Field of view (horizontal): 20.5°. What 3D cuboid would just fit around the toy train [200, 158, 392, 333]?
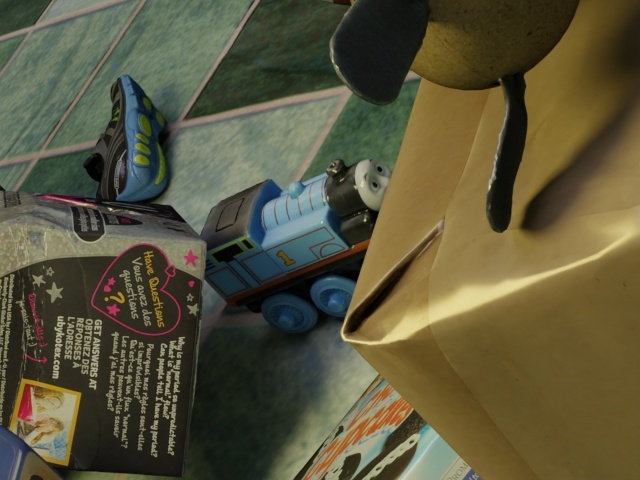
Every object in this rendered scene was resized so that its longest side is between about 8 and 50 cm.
[{"bbox_3d":[0.000,0.000,1.252,0.184,0.105,0.080,-22,35,36],"label":"toy train"}]

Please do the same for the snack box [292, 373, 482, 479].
[{"bbox_3d":[0.037,0.135,0.937,0.187,0.060,0.322,-50,2,-11],"label":"snack box"}]

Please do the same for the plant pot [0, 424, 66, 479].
[{"bbox_3d":[-0.226,0.261,1.077,0.212,0.236,0.236,-21,36,25],"label":"plant pot"}]

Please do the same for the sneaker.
[{"bbox_3d":[-0.189,-0.093,1.668,0.078,0.067,0.188,-29,34,14],"label":"sneaker"}]

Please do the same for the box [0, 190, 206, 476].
[{"bbox_3d":[-0.163,0.055,1.232,0.247,0.142,0.163,-150,65,-77],"label":"box"}]

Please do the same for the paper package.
[{"bbox_3d":[0.191,0.009,0.754,0.168,0.325,0.309,-20,36,37],"label":"paper package"}]

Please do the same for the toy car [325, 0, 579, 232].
[{"bbox_3d":[0.035,-0.096,0.620,0.149,0.155,0.188,-25,47,31],"label":"toy car"}]

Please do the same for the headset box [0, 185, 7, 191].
[{"bbox_3d":[-0.366,0.034,1.570,0.293,0.218,0.110,-25,34,34],"label":"headset box"}]
